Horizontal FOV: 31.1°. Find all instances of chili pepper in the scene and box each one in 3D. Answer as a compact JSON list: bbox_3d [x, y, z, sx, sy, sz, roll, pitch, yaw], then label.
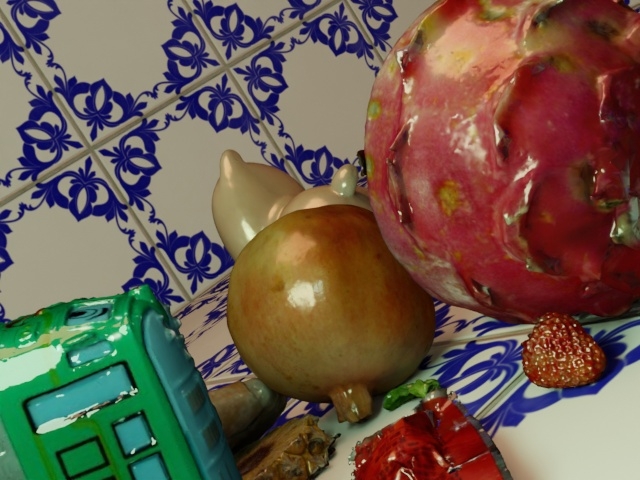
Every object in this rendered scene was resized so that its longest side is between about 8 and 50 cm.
[{"bbox_3d":[0.103,0.169,1.280,0.091,0.030,0.034,-26,35,53],"label":"chili pepper"}]

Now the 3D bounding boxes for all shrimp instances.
[{"bbox_3d":[-0.230,0.307,1.417,0.445,0.110,0.221,-34,-16,-8],"label":"shrimp"}]

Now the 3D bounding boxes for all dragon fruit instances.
[{"bbox_3d":[0.240,-0.089,1.120,0.371,0.386,0.249,-12,12,-19],"label":"dragon fruit"}]

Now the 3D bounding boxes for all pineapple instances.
[{"bbox_3d":[-0.070,0.263,1.313,0.221,0.047,0.221,-32,6,4],"label":"pineapple"}]

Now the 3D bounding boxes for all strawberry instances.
[{"bbox_3d":[0.228,0.109,1.071,0.073,0.073,0.083,-37,45,-28],"label":"strawberry"}]

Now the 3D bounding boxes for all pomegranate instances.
[{"bbox_3d":[0.016,0.094,1.376,0.229,0.270,0.252,-34,-28,26],"label":"pomegranate"}]

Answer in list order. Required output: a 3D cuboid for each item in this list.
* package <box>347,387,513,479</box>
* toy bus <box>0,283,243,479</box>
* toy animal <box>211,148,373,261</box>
[{"bbox_3d":[0.074,0.215,0.977,0.194,0.071,0.269,-45,8,14],"label":"package"},{"bbox_3d":[-0.181,0.209,1.047,0.199,0.343,0.183,-21,8,2],"label":"toy bus"},{"bbox_3d":[0.015,-0.002,1.704,0.277,0.345,0.247,6,-35,-43],"label":"toy animal"}]
